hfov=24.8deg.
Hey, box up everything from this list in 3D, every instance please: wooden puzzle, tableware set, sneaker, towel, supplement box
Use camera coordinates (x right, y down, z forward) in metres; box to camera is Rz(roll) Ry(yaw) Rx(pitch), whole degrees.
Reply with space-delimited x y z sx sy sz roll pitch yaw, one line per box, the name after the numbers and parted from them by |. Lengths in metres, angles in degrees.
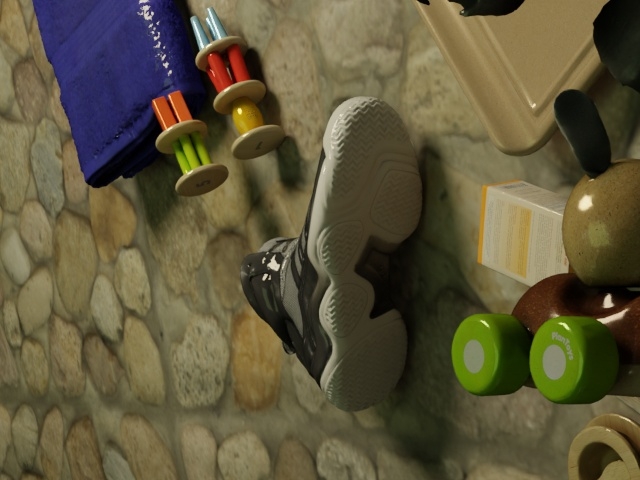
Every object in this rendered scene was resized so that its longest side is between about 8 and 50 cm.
0.153 -0.210 0.989 0.239 0.044 0.221 -52 55 44 | wooden puzzle
0.228 0.189 0.972 0.194 0.039 0.128 38 129 47 | tableware set
0.000 0.000 1.220 0.153 0.101 0.269 27 123 49 | sneaker
-0.216 -0.236 1.538 0.227 0.076 0.308 -35 68 48 | towel
0.157 -0.001 1.035 0.098 0.036 0.062 27 121 52 | supplement box

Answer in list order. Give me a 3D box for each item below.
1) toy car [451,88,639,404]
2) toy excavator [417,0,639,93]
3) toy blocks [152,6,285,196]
0.180 0.003 0.906 0.149 0.155 0.188 -2 87 58 | toy car
0.145 -0.323 0.817 0.433 0.445 0.222 27 131 -1 | toy excavator
-0.110 -0.133 1.371 0.123 0.054 0.148 -32 68 22 | toy blocks
